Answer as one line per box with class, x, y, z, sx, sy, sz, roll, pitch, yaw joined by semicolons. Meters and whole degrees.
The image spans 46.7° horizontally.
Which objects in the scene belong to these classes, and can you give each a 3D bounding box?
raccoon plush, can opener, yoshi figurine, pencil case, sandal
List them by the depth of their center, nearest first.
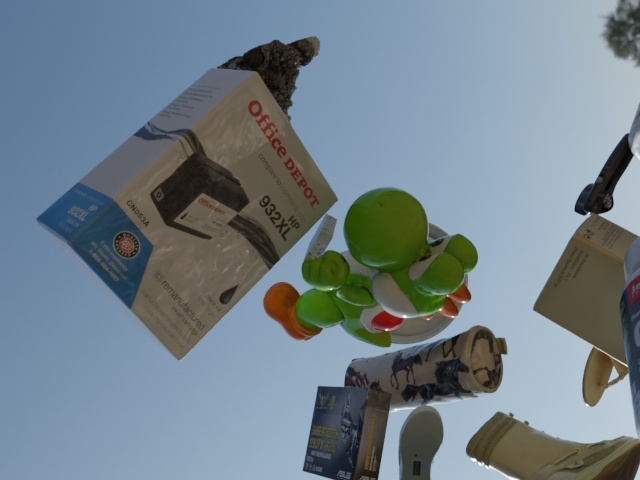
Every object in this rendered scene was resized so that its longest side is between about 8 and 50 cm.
yoshi figurine;0.056;0.026;1.029;0.203;0.362;0.204;17;-112;-28
sandal;0.566;0.204;1.384;0.088;0.079;0.240;31;-103;-38
can opener;0.560;-0.128;1.437;0.059;0.073;0.186;32;-91;-48
pencil case;0.250;0.325;1.810;0.183;0.410;0.160;-36;-80;-52
raccoon plush;-0.088;-0.403;2.089;0.446;0.216;0.299;-29;-82;-33

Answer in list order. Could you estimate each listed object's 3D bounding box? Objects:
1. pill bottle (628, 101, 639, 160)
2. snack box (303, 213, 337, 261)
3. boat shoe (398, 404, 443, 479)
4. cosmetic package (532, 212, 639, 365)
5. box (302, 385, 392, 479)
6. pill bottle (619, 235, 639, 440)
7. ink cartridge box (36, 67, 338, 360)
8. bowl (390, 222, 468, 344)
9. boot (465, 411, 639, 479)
pill bottle;0.694;-0.276;1.391;0.162;0.162;0.278;46;-118;-40
snack box;0.000;0.000;1.887;0.037;0.100;0.141;27;-158;-5
boat shoe;0.149;0.312;1.156;0.083;0.065;0.183;-86;0;-61
cosmetic package;0.508;0.109;1.133;0.113;0.309;0.160;-32;-34;-47
box;0.049;0.388;1.485;0.056;0.231;0.183;17;-105;-23
pill bottle;0.451;0.117;0.894;0.161;0.161;0.283;55;-148;-31
ink cartridge box;-0.158;-0.040;0.952;0.307;0.129;0.223;-46;-56;-18
bowl;0.216;0.106;1.766;0.134;0.297;0.298;30;-127;-63
boot;0.374;0.334;1.166;0.262;0.203;0.095;-9;-69;-43
